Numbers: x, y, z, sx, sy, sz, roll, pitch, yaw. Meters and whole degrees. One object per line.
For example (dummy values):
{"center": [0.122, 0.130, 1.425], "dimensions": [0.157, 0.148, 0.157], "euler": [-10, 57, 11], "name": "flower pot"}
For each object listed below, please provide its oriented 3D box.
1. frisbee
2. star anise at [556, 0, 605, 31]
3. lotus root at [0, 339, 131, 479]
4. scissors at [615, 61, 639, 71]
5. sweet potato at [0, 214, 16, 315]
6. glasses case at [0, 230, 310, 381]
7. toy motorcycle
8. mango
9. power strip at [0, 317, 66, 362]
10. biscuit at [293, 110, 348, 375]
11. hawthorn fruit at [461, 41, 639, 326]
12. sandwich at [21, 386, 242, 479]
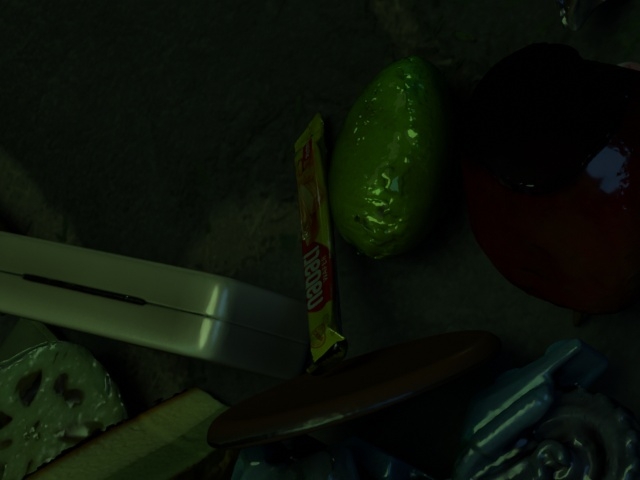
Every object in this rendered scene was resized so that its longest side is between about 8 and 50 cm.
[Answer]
{"center": [0.025, 0.117, 1.569], "dimensions": [0.251, 0.251, 0.021], "euler": [-17, 93, 34], "name": "frisbee"}
{"center": [0.221, -0.340, 1.599], "dimensions": [0.332, 0.118, 0.331], "euler": [5, 97, 43], "name": "star anise"}
{"center": [-0.255, 0.196, 1.869], "dimensions": [0.204, 0.078, 0.183], "euler": [-24, 59, 20], "name": "lotus root"}
{"center": [0.256, -0.119, 1.580], "dimensions": [0.242, 0.030, 0.118], "euler": [-5, 74, 35], "name": "scissors"}
{"center": [-0.416, -0.023, 2.045], "dimensions": [0.341, 0.092, 0.114], "euler": [22, 108, 40], "name": "sweet potato"}
{"center": [-0.172, 0.058, 1.799], "dimensions": [0.336, 0.144, 0.076], "euler": [10, 83, 40], "name": "glasses case"}
{"center": [0.065, 0.204, 1.558], "dimensions": [0.416, 0.172, 0.232], "euler": [-34, 51, 25], "name": "toy motorcycle"}
{"center": [0.068, -0.069, 1.668], "dimensions": [0.119, 0.100, 0.178], "euler": [11, 88, 54], "name": "mango"}
{"center": [-0.313, 0.156, 1.957], "dimensions": [0.076, 0.028, 0.169], "euler": [42, 104, 35], "name": "power strip"}
{"center": [0.000, 0.000, 1.698], "dimensions": [0.048, 0.026, 0.292], "euler": [-43, 34, 31], "name": "biscuit"}
{"center": [0.202, -0.026, 1.500], "dimensions": [0.189, 0.189, 0.251], "euler": [22, 132, 40], "name": "hawthorn fruit"}
{"center": [-0.160, 0.262, 1.763], "dimensions": [0.108, 0.220, 0.186], "euler": [28, 132, 37], "name": "sandwich"}
